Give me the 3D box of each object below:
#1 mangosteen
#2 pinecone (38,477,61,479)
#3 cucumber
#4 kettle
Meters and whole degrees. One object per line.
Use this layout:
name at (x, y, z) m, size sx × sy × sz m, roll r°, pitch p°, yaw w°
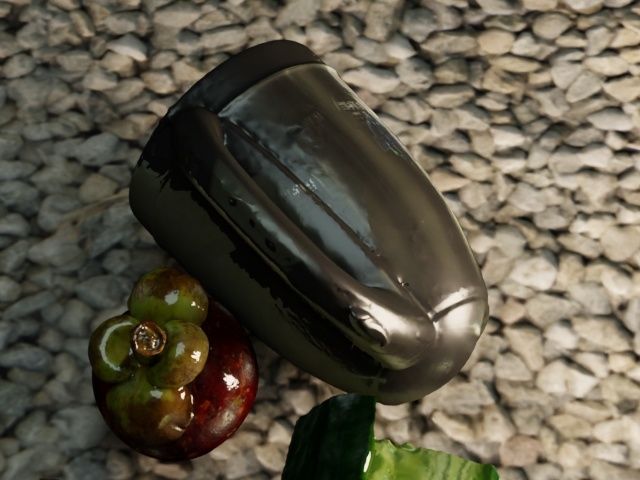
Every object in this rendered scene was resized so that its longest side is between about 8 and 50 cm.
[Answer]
mangosteen at (-0.143, 0.111, 1.706) m, size 0.146 × 0.181 × 0.156 m, roll -27°, pitch 66°, yaw 28°
pinecone at (-0.217, 0.300, 1.511) m, size 0.244 × 0.309 × 0.244 m, roll -9°, pitch 62°, yaw 18°
cucumber at (0.047, 0.232, 1.635) m, size 0.191 × 0.191 × 0.130 m, roll 10°, pitch 56°, yaw 6°
kettle at (0.000, 0.000, 1.721) m, size 0.228 × 0.321 × 0.324 m, roll -47°, pitch 69°, yaw 6°
